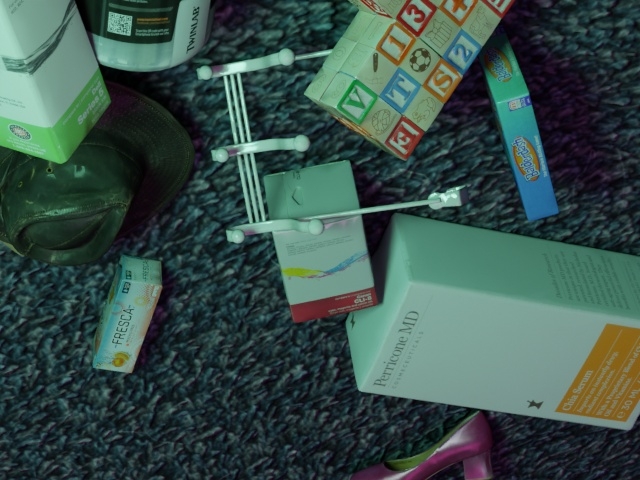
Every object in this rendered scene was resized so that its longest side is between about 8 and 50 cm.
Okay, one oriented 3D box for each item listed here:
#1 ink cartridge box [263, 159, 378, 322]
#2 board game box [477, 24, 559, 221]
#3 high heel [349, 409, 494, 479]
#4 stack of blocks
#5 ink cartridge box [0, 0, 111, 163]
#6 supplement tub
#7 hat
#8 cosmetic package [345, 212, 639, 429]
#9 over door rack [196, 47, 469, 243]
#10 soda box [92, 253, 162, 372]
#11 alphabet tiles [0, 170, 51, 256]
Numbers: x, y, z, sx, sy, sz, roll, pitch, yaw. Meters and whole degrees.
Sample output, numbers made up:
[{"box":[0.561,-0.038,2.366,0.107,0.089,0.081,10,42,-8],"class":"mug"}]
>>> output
[{"box":[0.000,0.000,2.111,0.127,0.128,0.176,-12,132,1],"class":"ink cartridge box"},{"box":[0.258,-0.154,1.999,0.047,0.160,0.210,-17,130,6],"class":"board game box"},{"box":[0.163,0.347,2.490,0.244,0.082,0.117,-7,104,13],"class":"high heel"},{"box":[0.109,-0.270,1.836,0.171,0.087,0.297,34,89,-32],"class":"stack of blocks"},{"box":[-0.373,-0.236,1.690,0.198,0.114,0.273,18,145,23],"class":"ink cartridge box"},{"box":[-0.200,-0.366,1.710,0.194,0.193,0.316,3,134,-11],"class":"supplement tub"},{"box":[-0.323,-0.055,1.976,0.331,0.134,0.331,-6,139,-6],"class":"hat"},{"box":[0.290,0.125,2.246,0.453,0.161,0.230,9,128,-16],"class":"cosmetic package"},{"box":[0.019,-0.136,1.944,0.324,0.108,0.239,-10,99,0],"class":"over door rack"},{"box":[-0.283,0.109,2.206,0.063,0.058,0.183,11,127,-18],"class":"soda box"},{"box":[-0.395,-0.073,2.064,0.198,0.009,0.237,-36,127,20],"class":"alphabet tiles"}]
